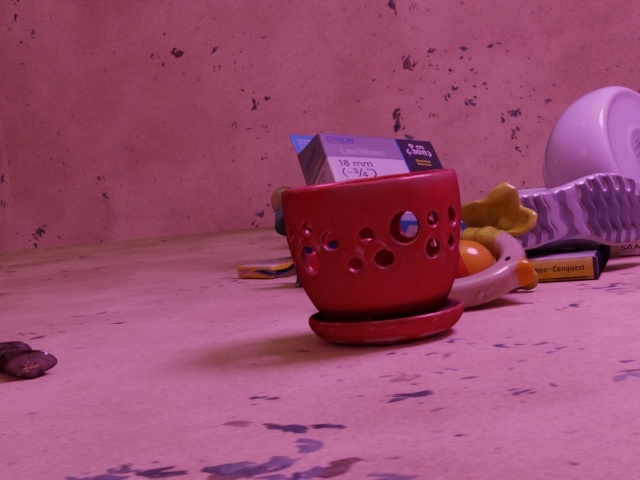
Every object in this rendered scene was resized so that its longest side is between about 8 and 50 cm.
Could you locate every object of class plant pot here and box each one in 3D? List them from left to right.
[{"bbox_3d":[0.059,0.017,1.130,0.191,0.174,0.191,-5,4,0],"label":"plant pot"}]

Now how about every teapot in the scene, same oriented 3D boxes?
[{"bbox_3d":[0.455,-0.123,1.732,0.256,0.253,0.187,6,-20,-39],"label":"teapot"}]

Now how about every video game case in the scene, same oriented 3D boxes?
[{"bbox_3d":[0.303,0.032,1.591,0.248,0.035,0.275,-5,4,19],"label":"video game case"}]

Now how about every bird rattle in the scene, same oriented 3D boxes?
[{"bbox_3d":[0.164,0.022,1.343,0.253,0.143,0.207,-9,21,-8],"label":"bird rattle"}]

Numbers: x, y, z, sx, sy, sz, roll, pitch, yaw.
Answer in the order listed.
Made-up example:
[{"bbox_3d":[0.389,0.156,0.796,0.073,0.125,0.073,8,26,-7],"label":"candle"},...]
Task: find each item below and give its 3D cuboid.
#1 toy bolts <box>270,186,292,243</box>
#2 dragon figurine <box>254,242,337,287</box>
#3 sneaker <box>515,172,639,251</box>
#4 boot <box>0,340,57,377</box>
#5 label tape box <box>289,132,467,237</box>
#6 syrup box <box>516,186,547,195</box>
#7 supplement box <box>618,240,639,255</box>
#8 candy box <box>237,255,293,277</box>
[{"bbox_3d":[0.014,-0.063,2.144,0.228,0.158,0.218,-25,-28,-4],"label":"toy bolts"},{"bbox_3d":[0.000,0.000,1.705,0.085,0.144,0.289,-8,4,-36],"label":"dragon figurine"},{"bbox_3d":[0.352,-0.038,1.528,0.281,0.105,0.115,-3,-3,-17],"label":"sneaker"},{"bbox_3d":[-0.347,0.131,1.125,0.106,0.037,0.114,-10,10,-29],"label":"boot"},{"bbox_3d":[0.101,-0.120,1.960,0.240,0.106,0.334,2,45,-23],"label":"label tape box"},{"bbox_3d":[0.556,-0.081,2.448,0.236,0.096,0.093,-5,2,11],"label":"syrup box"},{"bbox_3d":[0.525,0.001,1.704,0.062,0.036,0.098,-4,4,31],"label":"supplement box"},{"bbox_3d":[-0.045,0.045,1.989,0.206,0.027,0.105,-9,8,-41],"label":"candy box"}]
